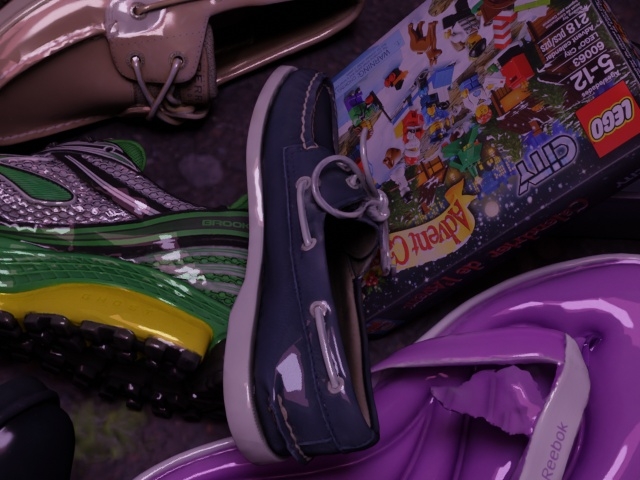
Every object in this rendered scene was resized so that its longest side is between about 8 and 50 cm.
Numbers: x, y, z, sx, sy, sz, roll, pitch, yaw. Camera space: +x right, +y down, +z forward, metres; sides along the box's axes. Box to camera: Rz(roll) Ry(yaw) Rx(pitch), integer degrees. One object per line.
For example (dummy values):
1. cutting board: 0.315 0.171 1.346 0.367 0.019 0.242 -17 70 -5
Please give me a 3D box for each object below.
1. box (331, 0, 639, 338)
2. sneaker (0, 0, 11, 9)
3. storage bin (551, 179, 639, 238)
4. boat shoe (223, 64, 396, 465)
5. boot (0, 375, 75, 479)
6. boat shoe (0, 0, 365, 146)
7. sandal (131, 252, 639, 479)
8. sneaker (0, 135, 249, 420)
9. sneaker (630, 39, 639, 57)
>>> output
1. box: 0.081 -0.063 0.583 0.233 0.044 0.159 -36 61 30
2. sneaker: -0.293 -0.230 0.701 0.153 0.099 0.282 4 57 -5
3. storage bin: 0.182 -0.051 0.635 0.135 0.091 0.098 3 64 -1
4. boat shoe: 0.000 0.000 0.537 0.079 0.095 0.254 -10 51 19
5. boot: -0.129 0.218 0.462 0.207 0.094 0.246 32 99 13
6. boat shoe: -0.108 -0.136 0.662 0.302 0.109 0.098 -29 67 -20
7. sandal: 0.066 0.127 0.539 0.416 0.102 0.169 -27 68 -12
8. sneaker: -0.189 -0.002 0.595 0.343 0.134 0.146 18 58 -3
9. sneaker: 0.180 -0.163 0.702 0.188 0.067 0.078 32 74 16
